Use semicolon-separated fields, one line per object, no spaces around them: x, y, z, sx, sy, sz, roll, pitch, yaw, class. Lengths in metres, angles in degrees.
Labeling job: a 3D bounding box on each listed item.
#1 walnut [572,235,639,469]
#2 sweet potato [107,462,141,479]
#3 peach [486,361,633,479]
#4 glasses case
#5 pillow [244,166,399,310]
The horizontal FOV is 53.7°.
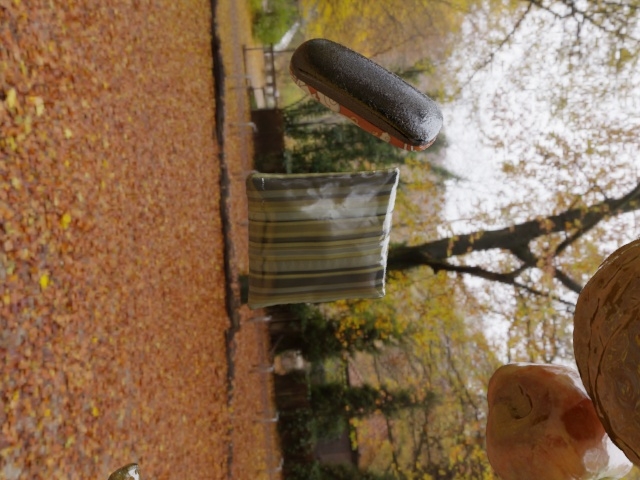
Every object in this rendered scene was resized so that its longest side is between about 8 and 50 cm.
0.451;0.134;0.733;0.333;0.333;0.332;175;-90;-88;walnut
-0.173;0.364;0.558;0.108;0.079;0.345;29;-63;45;sweet potato
0.352;0.293;0.988;0.235;0.214;0.214;-127;-153;-50;peach
0.073;-0.236;1.016;0.103;0.267;0.067;-52;171;-34;glasses case
0.000;0.000;0.882;0.052;0.208;0.212;-116;-155;-60;pillow
